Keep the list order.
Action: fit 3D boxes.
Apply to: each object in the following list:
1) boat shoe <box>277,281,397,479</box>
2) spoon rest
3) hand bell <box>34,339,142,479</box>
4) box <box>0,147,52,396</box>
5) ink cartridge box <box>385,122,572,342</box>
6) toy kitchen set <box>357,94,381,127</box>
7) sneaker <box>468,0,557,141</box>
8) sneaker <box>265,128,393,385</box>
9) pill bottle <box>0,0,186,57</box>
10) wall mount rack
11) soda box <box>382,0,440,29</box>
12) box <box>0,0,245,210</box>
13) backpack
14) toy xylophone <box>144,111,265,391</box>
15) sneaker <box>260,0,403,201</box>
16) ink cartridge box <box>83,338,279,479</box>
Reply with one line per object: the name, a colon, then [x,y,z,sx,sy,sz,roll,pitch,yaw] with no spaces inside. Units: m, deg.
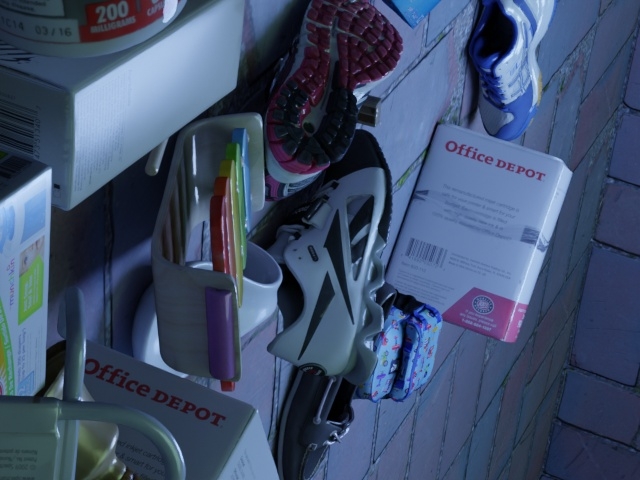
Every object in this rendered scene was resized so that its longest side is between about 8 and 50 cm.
boat shoe: [0.020,0.197,2.127,0.112,0.095,0.335,-25,131,-65]
spoon rest: [-0.113,0.067,1.652,0.276,0.084,0.137,-34,139,-62]
hand bell: [-0.161,0.207,1.305,0.126,0.242,0.126,-42,-163,16]
box: [-0.272,0.039,1.149,0.114,0.103,0.203,-46,149,-53]
ink cartridge box: [0.239,-0.010,2.360,0.283,0.207,0.117,-71,162,1]
toy kitchen set: [0.023,-0.158,1.821,0.083,0.075,0.068,-54,154,-51]
sneaker: [0.271,-0.275,2.398,0.131,0.112,0.296,-29,136,-38]
sneaker: [0.000,0.000,1.858,0.122,0.146,0.331,129,-30,-55]
pill bottle: [-0.172,-0.277,1.031,0.161,0.161,0.283,-55,155,-39]
wall mount rack: [-0.276,0.175,1.067,0.130,0.350,0.304,-113,-150,-64]
soda box: [0.085,-0.320,1.815,0.067,0.071,0.210,-46,161,3]
box: [-0.168,-0.138,1.285,0.275,0.094,0.113,-44,148,-54]
backpack: [0.086,0.161,2.249,0.173,0.117,0.158,-20,126,-63]
toy xylophone: [-0.105,-0.024,1.458,0.323,0.081,0.236,-87,176,-49]
sneaker: [-0.007,-0.168,1.709,0.112,0.121,0.299,-44,-168,48]
ink cartridge box: [-0.189,0.272,1.462,0.270,0.198,0.197,-61,159,-26]
